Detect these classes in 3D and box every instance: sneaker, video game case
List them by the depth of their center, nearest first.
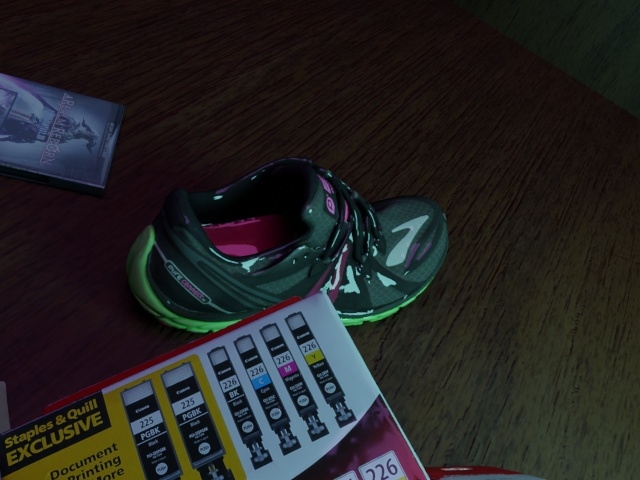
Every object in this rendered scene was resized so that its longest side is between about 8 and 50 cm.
[{"bbox_3d":[0.000,0.000,0.857,0.482,0.202,0.185,-9,54,-34],"label":"sneaker"},{"bbox_3d":[-0.431,-0.163,0.925,0.274,0.026,0.196,12,44,-17],"label":"video game case"}]

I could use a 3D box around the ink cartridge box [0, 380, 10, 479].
[{"bbox_3d":[-0.347,0.224,0.559,0.171,0.056,0.235,-4,52,-30],"label":"ink cartridge box"}]

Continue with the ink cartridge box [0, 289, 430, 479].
[{"bbox_3d":[-0.103,0.185,0.585,0.309,0.130,0.272,-24,58,-12],"label":"ink cartridge box"}]

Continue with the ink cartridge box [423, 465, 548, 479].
[{"bbox_3d":[0.205,0.299,0.698,0.134,0.231,0.078,9,79,-26],"label":"ink cartridge box"}]
